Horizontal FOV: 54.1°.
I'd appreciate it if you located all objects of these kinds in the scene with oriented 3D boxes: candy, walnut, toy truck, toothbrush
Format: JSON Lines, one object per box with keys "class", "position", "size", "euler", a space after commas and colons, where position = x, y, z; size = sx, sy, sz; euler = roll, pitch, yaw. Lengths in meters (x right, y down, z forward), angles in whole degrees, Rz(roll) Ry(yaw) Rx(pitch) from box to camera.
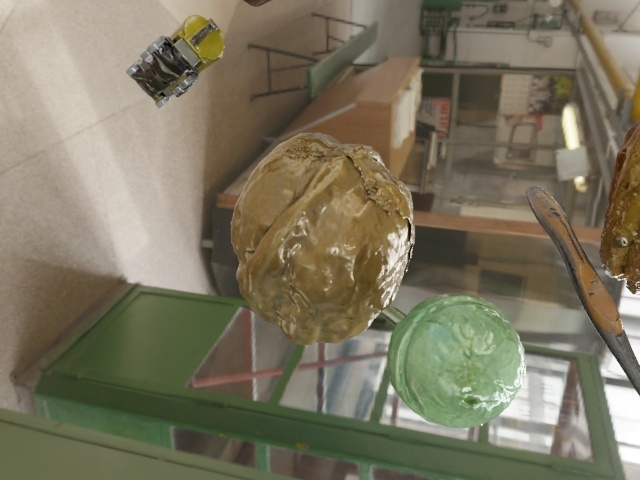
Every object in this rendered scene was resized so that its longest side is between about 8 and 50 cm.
{"class": "candy", "position": [0.104, 0.102, 0.713], "size": [0.440, 0.119, 0.119], "euler": [-163, -100, -84]}
{"class": "walnut", "position": [0.000, 0.000, 0.662], "size": [0.245, 0.198, 0.198], "euler": [106, 4, -46]}
{"class": "toy truck", "position": [-0.141, -0.176, 0.615], "size": [0.052, 0.123, 0.063], "euler": [49, 66, -21]}
{"class": "toothbrush", "position": [0.206, 0.042, 0.468], "size": [0.321, 0.023, 0.031], "euler": [-92, 177, -57]}

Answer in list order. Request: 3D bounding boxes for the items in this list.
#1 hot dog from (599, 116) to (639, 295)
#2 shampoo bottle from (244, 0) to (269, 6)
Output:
{"class": "hot dog", "position": [0.476, -0.030, 0.754], "size": [0.387, 0.266, 0.175], "euler": [51, 40, -54]}
{"class": "shampoo bottle", "position": [0.003, -0.326, 0.684], "size": [0.067, 0.236, 0.068], "euler": [-29, 107, -50]}
